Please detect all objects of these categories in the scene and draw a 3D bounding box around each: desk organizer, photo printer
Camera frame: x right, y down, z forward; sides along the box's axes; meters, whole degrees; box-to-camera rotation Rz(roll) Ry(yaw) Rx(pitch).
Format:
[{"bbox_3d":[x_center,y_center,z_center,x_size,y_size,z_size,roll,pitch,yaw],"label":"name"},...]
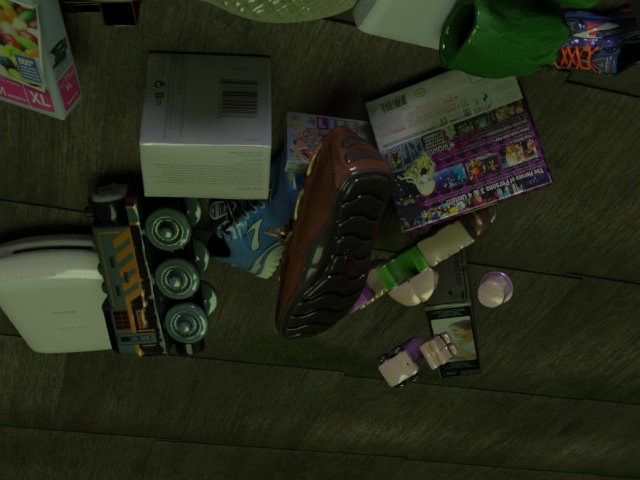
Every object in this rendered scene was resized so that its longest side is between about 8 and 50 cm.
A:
[{"bbox_3d":[-0.305,-0.312,1.138,0.130,0.050,0.047,-2,144,-2],"label":"desk organizer"},{"bbox_3d":[-0.476,0.099,1.652,0.256,0.107,0.307,-4,145,1],"label":"photo printer"}]

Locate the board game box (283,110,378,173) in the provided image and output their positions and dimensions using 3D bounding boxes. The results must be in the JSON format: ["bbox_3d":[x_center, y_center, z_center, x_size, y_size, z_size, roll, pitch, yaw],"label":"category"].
[{"bbox_3d":[0.021,-0.146,1.349,0.154,0.103,0.026,5,143,-12],"label":"board game box"}]

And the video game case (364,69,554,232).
[{"bbox_3d":[0.201,-0.144,1.283,0.232,0.210,0.042,-20,171,21],"label":"video game case"}]

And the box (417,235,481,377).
[{"bbox_3d":[0.255,0.129,1.699,0.087,0.169,0.290,-7,146,10],"label":"box"}]

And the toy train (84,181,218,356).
[{"bbox_3d":[-0.290,0.050,1.486,0.190,0.142,0.334,-5,113,5],"label":"toy train"}]

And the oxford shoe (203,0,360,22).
[{"bbox_3d":[-0.127,-0.359,1.035,0.449,0.130,0.169,-2,143,-26],"label":"oxford shoe"}]

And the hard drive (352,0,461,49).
[{"bbox_3d":[0.222,-0.374,1.066,0.233,0.047,0.353,5,145,-28],"label":"hard drive"}]

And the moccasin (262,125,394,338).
[{"bbox_3d":[-0.003,0.000,1.331,0.139,0.147,0.380,-9,134,-22],"label":"moccasin"}]

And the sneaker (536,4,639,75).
[{"bbox_3d":[0.384,-0.272,1.213,0.221,0.087,0.083,-10,143,10],"label":"sneaker"}]

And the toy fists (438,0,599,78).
[{"bbox_3d":[0.263,-0.302,1.066,0.142,0.096,0.279,8,146,-19],"label":"toy fists"}]

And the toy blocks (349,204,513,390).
[{"bbox_3d":[0.184,0.031,1.490,0.288,0.309,0.260,-34,177,25],"label":"toy blocks"}]

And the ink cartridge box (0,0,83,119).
[{"bbox_3d":[-0.418,-0.299,1.090,0.185,0.065,0.311,18,143,10],"label":"ink cartridge box"}]

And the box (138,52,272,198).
[{"bbox_3d":[-0.161,-0.163,1.244,0.181,0.181,0.119,1,144,-5],"label":"box"}]

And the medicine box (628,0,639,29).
[{"bbox_3d":[0.508,-0.299,1.009,0.263,0.289,0.149,-17,142,19],"label":"medicine box"}]

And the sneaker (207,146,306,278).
[{"bbox_3d":[-0.108,-0.044,1.462,0.147,0.130,0.330,10,143,-21],"label":"sneaker"}]
